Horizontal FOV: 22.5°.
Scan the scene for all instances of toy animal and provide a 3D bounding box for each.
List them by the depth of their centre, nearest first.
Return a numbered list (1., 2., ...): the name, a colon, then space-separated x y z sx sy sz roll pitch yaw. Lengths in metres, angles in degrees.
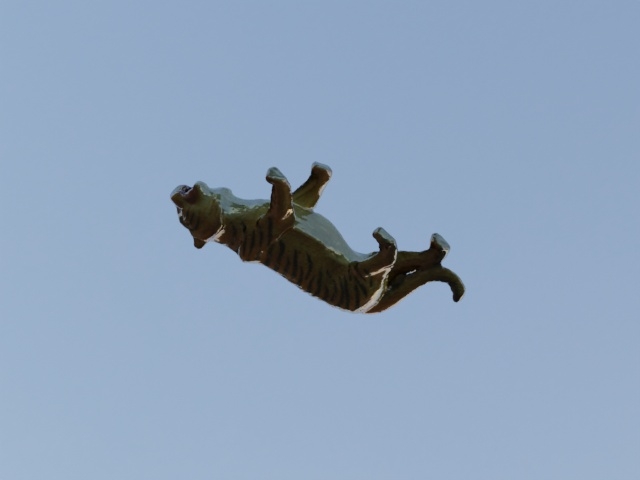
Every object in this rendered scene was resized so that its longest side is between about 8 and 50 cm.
1. toy animal: 0.000 0.000 1.269 0.241 0.057 0.099 28 -55 -8
